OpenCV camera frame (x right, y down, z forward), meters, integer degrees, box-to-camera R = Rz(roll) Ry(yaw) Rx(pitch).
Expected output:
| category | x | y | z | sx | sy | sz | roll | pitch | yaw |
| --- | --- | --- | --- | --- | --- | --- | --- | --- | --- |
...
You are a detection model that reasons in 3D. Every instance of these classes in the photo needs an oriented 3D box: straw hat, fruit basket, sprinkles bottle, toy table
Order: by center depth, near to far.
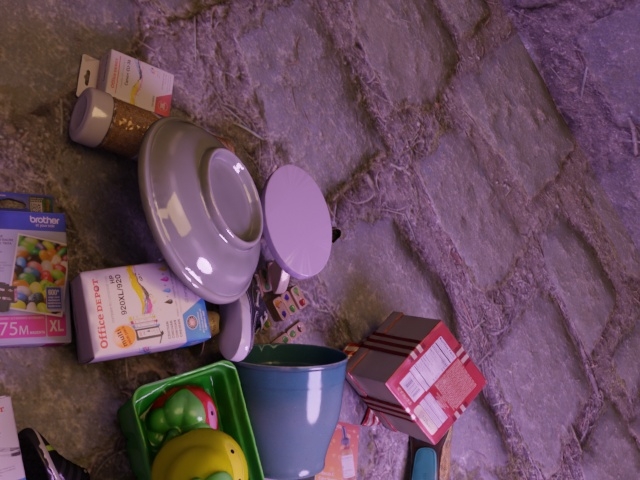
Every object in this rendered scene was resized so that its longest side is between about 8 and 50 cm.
| category | x | y | z | sx | sy | sz | roll | pitch | yaw |
| --- | --- | --- | --- | --- | --- | --- | --- | --- | --- |
| fruit basket | -0.221 | 0.431 | 1.490 | 0.283 | 0.392 | 0.392 | -12 | 85 | -42 |
| straw hat | -0.243 | 0.177 | 1.648 | 0.061 | 0.144 | 0.145 | -7 | 82 | -27 |
| sprinkles bottle | -0.366 | -0.222 | 1.728 | 0.355 | 0.121 | 0.121 | 18 | 66 | -37 |
| toy table | -0.086 | -0.021 | 1.858 | 0.252 | 0.161 | 0.274 | 14 | 62 | -27 |

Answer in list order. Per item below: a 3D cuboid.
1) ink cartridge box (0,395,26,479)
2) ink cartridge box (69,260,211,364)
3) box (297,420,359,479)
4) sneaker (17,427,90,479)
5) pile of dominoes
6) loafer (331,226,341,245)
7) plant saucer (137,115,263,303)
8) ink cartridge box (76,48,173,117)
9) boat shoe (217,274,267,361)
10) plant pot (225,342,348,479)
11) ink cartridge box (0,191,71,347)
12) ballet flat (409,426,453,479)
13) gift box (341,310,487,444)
| category | x | y | z | sx | sy | sz | roll | pitch | yaw |
| --- | --- | --- | --- | --- | --- | --- | --- | --- | --- |
| ink cartridge box | -0.605 | 0.382 | 1.363 | 0.139 | 0.082 | 0.191 | -7 | 80 | -42 |
| ink cartridge box | -0.365 | 0.142 | 1.554 | 0.232 | 0.168 | 0.171 | -7 | 81 | -27 |
| box | 0.012 | 0.515 | 1.847 | 0.130 | 0.091 | 0.171 | 20 | 65 | -35 |
| sneaker | -0.490 | 0.446 | 1.463 | 0.235 | 0.084 | 0.097 | 64 | 24 | -7 |
| pile of dominoes | -0.137 | 0.180 | 1.856 | 0.251 | 0.040 | 0.196 | -34 | 100 | -42 |
| loafer | 0.000 | 0.000 | 2.022 | 0.148 | 0.050 | 0.056 | -39 | 103 | -41 |
| plant saucer | -0.210 | -0.074 | 1.586 | 0.400 | 0.100 | 0.401 | 50 | 30 | -44 |
| ink cartridge box | -0.434 | -0.345 | 1.743 | 0.198 | 0.067 | 0.115 | 16 | 66 | -36 |
| boat shoe | -0.164 | 0.161 | 1.713 | 0.102 | 0.108 | 0.301 | 24 | 22 | -23 |
| plant pot | -0.079 | 0.374 | 1.713 | 0.271 | 0.271 | 0.255 | 0 | 94 | -41 |
| ink cartridge box | -0.583 | 0.049 | 1.501 | 0.185 | 0.065 | 0.311 | 3 | 73 | -40 |
| ballet flat | 0.301 | 0.550 | 2.084 | 0.123 | 0.123 | 0.349 | 27 | 60 | -32 |
| gift box | 0.206 | 0.344 | 1.964 | 0.276 | 0.258 | 0.255 | -39 | 106 | -20 |
